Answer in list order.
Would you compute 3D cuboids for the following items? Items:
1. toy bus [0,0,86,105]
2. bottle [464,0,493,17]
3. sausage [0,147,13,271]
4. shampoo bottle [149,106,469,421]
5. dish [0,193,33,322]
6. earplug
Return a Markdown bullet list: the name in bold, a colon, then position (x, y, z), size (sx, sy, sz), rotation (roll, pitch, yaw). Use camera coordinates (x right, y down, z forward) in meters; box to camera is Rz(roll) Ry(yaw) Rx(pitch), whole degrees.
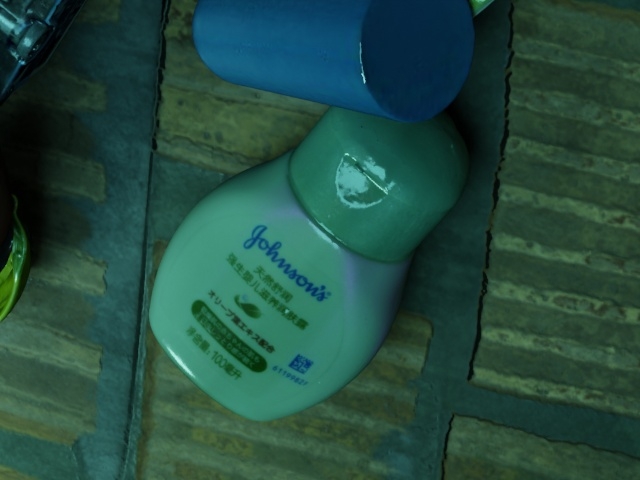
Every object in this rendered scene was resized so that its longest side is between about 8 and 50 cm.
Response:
- **toy bus**: position (-0.248, -0.266, 1.754), size (0.106, 0.131, 0.297), rotation (38, 120, 0)
- **bottle**: position (0.043, -0.335, 1.632), size (0.093, 0.093, 0.330), rotation (-39, 96, 30)
- **sausage**: position (-0.367, -0.062, 1.776), size (0.152, 0.152, 0.279), rotation (10, 136, 17)
- **shampoo bottle**: position (0.000, 0.000, 1.769), size (0.222, 0.151, 0.349), rotation (44, 120, 6)
- **dish**: position (-0.351, 0.013, 1.947), size (0.208, 0.080, 0.149), rotation (-42, 85, 28)
- **earplug**: position (-0.008, -0.181, 1.668), size (0.273, 0.132, 0.132), rotation (12, 121, 47)
